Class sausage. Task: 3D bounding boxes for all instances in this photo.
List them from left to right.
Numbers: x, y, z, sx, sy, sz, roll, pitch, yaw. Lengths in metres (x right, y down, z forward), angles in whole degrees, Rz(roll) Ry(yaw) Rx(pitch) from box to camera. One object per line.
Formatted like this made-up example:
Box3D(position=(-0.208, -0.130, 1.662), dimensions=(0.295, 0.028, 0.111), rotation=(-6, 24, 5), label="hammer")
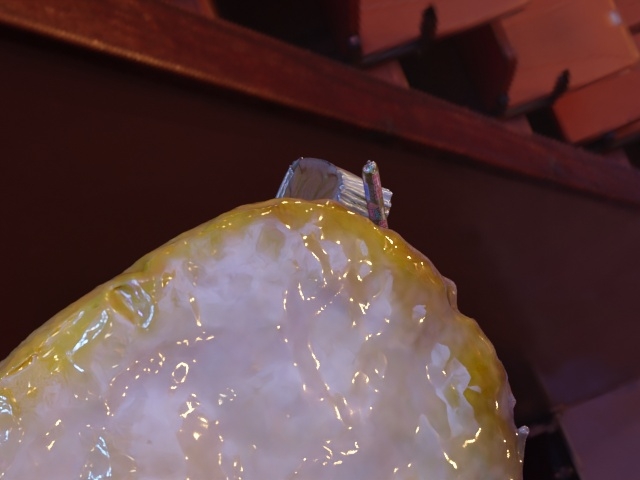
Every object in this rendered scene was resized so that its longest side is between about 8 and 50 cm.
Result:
Box3D(position=(0.046, -0.028, 0.923), dimensions=(0.015, 0.015, 0.100), rotation=(-109, -175, -46), label="sausage")

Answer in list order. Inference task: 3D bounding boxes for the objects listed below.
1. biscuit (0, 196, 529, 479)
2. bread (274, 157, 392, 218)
Box3D(position=(-0.027, 0.182, 0.849), dimensions=(0.429, 0.446, 0.104), rotation=(51, -31, -12), label="biscuit")
Box3D(position=(0.002, -0.001, 1.597), dimensions=(0.109, 0.210, 0.192), rotation=(22, -2, -28), label="bread")
